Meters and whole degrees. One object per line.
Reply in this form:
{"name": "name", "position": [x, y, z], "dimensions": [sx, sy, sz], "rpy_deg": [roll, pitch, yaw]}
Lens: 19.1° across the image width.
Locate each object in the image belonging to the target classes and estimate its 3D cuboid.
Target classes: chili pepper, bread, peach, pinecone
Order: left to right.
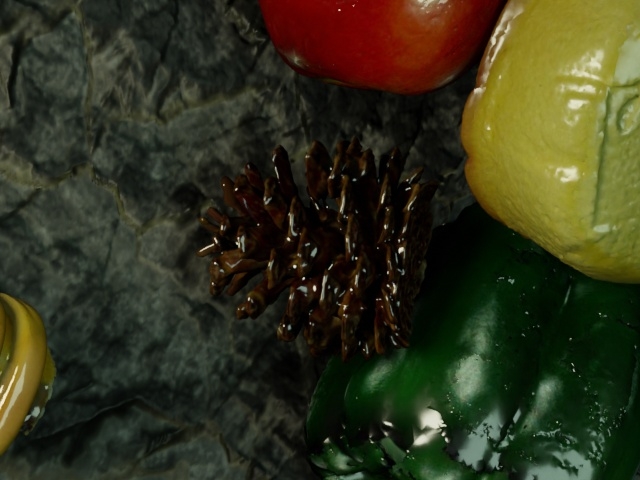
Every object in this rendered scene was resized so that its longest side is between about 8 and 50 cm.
{"name": "bread", "position": [-0.244, 0.073, 1.173], "dimensions": [0.177, 0.084, 0.119], "rpy_deg": [30, 76, -43]}
{"name": "pinecone", "position": [-0.006, 0.003, 1.361], "dimensions": [0.163, 0.165, 0.162], "rpy_deg": [8, 90, -81]}
{"name": "peach", "position": [0.052, -0.217, 1.353], "dimensions": [0.190, 0.196, 0.226], "rpy_deg": [-22, 122, -80]}
{"name": "chili pepper", "position": [0.128, 0.111, 1.484], "dimensions": [0.233, 0.249, 0.256], "rpy_deg": [41, 59, -32]}
{"name": "bread", "position": [0.234, -0.098, 1.374], "dimensions": [0.270, 0.148, 0.269], "rpy_deg": [-17, 123, -29]}
